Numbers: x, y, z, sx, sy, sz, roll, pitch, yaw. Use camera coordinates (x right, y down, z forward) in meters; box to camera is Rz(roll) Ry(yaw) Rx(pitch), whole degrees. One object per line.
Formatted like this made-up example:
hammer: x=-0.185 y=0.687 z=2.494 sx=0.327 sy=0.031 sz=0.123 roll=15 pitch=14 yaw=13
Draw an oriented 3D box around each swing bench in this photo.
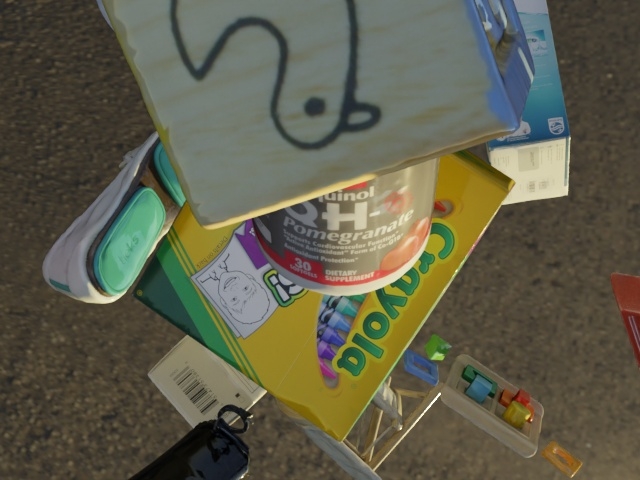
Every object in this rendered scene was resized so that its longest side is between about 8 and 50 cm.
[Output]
swing bench: x=0.061 y=0.298 z=2.119 sx=0.253 sy=0.165 sz=0.255 roll=49 pitch=60 yaw=-31

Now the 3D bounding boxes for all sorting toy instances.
sorting toy: x=0.298 y=0.264 z=1.888 sx=0.047 sy=0.347 sz=0.196 roll=-58 pitch=174 yaw=20

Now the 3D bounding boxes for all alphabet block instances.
alphabet block: x=0.005 y=-0.141 z=0.691 sx=0.192 sy=0.197 sz=0.193 roll=68 pitch=19 yaw=-11

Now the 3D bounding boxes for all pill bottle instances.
pill bottle: x=0.019 y=-0.103 z=0.976 sx=0.176 sy=0.176 sz=0.318 roll=-47 pitch=157 yaw=-26

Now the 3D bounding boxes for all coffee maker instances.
coffee maker: x=-0.182 y=0.312 z=1.445 sx=0.178 sy=0.120 sz=0.171 roll=-34 pitch=137 yaw=-55

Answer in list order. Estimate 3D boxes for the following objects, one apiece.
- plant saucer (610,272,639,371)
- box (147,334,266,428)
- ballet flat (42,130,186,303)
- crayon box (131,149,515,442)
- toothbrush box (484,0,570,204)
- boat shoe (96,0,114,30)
plant saucer: x=0.558 y=0.165 z=1.637 sx=0.048 sy=0.258 sz=0.259 roll=-56 pitch=137 yaw=-28
box: x=-0.118 y=0.170 z=1.787 sx=0.148 sy=0.121 sz=0.311 roll=49 pitch=29 yaw=3
ballet flat: x=-0.250 y=-0.062 z=1.559 sx=0.400 sy=0.139 sz=0.139 roll=-56 pitch=129 yaw=-43
crayon box: x=0.000 y=0.000 z=1.344 sx=0.363 sy=0.313 sz=0.106 roll=-58 pitch=171 yaw=16
toothbrush box: x=0.309 y=-0.235 z=1.778 sx=0.216 sy=0.126 sz=0.295 roll=65 pitch=18 yaw=-65
boat shoe: x=-0.156 y=-0.288 z=1.576 sx=0.335 sy=0.119 sz=0.121 roll=31 pitch=58 yaw=-38
